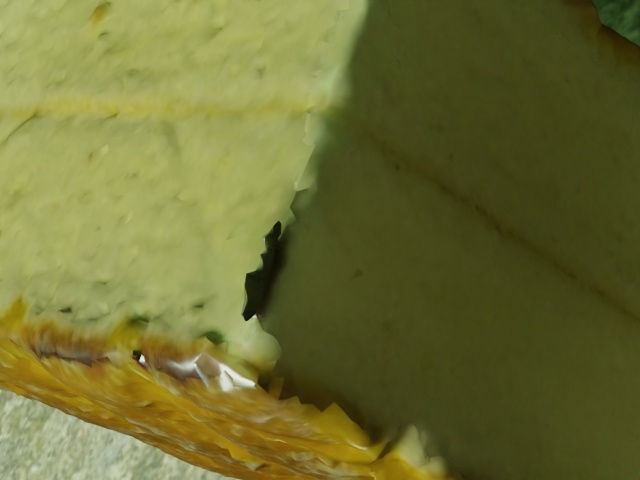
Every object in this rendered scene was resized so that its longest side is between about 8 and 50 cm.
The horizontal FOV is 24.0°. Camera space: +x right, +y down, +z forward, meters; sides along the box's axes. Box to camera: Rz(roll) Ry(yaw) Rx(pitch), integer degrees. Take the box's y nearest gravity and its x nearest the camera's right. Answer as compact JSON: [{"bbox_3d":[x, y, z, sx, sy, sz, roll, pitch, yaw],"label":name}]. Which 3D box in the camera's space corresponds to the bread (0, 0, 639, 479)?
[{"bbox_3d":[0.000,0.000,0.639,0.279,0.279,0.207,1,70,50],"label":"bread"}]
